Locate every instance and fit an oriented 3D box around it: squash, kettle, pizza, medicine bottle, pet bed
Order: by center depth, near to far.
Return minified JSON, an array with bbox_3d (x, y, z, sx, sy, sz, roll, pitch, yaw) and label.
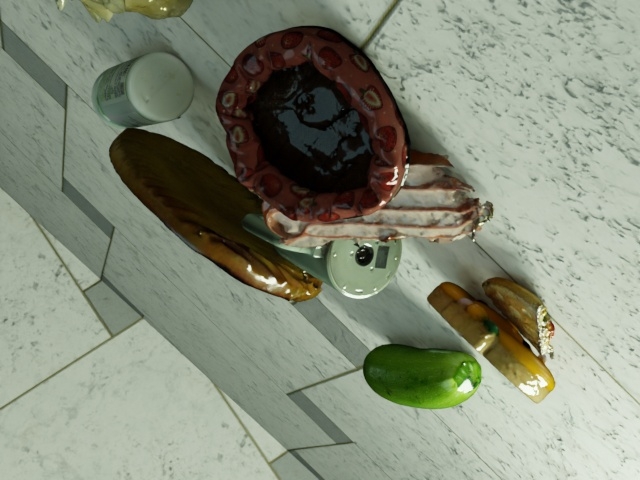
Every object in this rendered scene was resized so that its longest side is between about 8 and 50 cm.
[{"bbox_3d":[-0.010,-0.104,1.212,0.201,0.053,0.201,15,118,29],"label":"pet bed"},{"bbox_3d":[0.202,0.063,1.321,0.099,0.029,0.100,43,164,36],"label":"pizza"},{"bbox_3d":[0.003,0.005,1.490,0.148,0.127,0.098,25,138,54],"label":"kettle"},{"bbox_3d":[-0.225,-0.186,1.627,0.086,0.086,0.183,49,164,-18],"label":"medicine bottle"},{"bbox_3d":[0.125,0.178,1.695,0.082,0.082,0.292,48,164,-13],"label":"squash"}]

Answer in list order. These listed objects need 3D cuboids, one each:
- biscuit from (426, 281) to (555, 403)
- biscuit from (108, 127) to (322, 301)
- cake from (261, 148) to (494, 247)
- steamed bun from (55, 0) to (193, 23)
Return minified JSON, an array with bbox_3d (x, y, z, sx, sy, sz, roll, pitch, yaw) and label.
[{"bbox_3d":[0.183,0.098,1.374,0.170,0.050,0.170,43,-178,-2],"label":"biscuit"},{"bbox_3d":[-0.124,-0.036,1.614,0.318,0.040,0.318,37,-168,-9],"label":"biscuit"},{"bbox_3d":[0.049,-0.040,1.294,0.287,0.135,0.098,8,127,50],"label":"cake"},{"bbox_3d":[-0.250,-0.315,1.272,0.292,0.137,0.295,36,161,16],"label":"steamed bun"}]
